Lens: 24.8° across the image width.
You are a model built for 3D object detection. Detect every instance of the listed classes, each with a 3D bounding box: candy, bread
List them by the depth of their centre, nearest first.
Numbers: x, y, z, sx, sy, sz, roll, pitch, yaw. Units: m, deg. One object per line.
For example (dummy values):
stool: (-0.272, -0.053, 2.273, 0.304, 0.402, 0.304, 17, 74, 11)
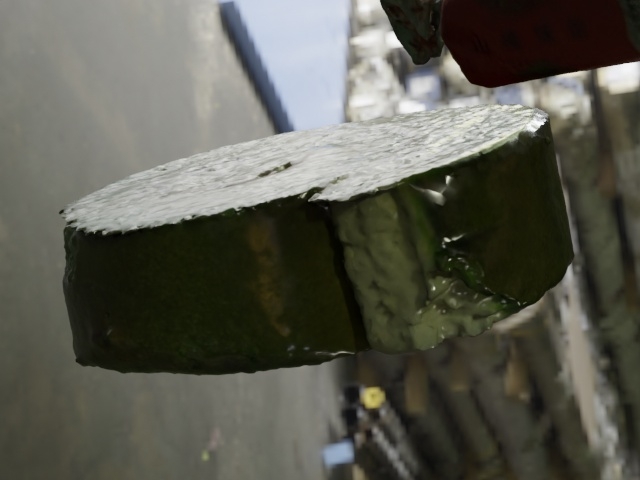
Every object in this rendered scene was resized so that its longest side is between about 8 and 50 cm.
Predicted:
candy: (0.136, -0.136, 0.825, 0.059, 0.292, 0.086, -34, 107, -33)
bread: (0.000, 0.000, 1.058, 0.382, 0.366, 0.129, 8, -66, 60)
